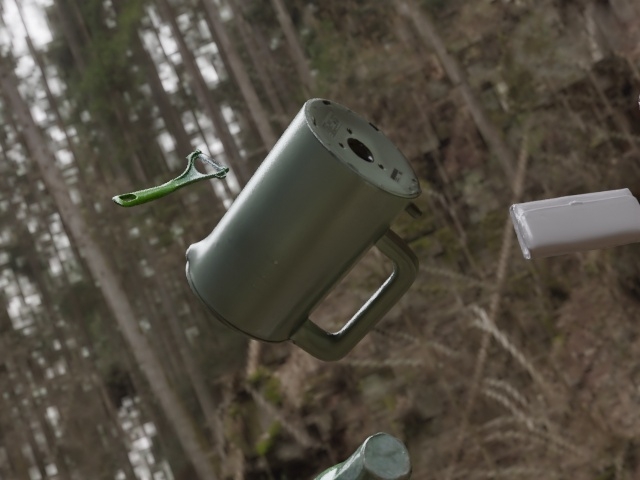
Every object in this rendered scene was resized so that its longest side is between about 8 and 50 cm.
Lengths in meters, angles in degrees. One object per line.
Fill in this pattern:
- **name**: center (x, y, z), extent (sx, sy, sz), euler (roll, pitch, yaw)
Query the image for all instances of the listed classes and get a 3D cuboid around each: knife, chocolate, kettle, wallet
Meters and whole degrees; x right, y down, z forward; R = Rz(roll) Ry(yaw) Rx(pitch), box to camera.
- **knife**: center (-0.202, -0.074, 1.745), extent (0.166, 0.078, 0.023), euler (-28, -51, -33)
- **chocolate**: center (0.015, 0.289, 1.335), extent (0.110, 0.110, 0.291), euler (-13, -30, -32)
- **kettle**: center (-0.007, -0.011, 1.889), extent (0.265, 0.205, 0.318), euler (24, -63, -33)
- **wallet**: center (0.246, -0.017, 1.243), extent (0.122, 0.061, 0.025), euler (-9, -34, -10)

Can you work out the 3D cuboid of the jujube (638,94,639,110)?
- **jujube**: center (0.460, -0.193, 1.722), extent (0.077, 0.077, 0.129), euler (-20, -6, -11)
